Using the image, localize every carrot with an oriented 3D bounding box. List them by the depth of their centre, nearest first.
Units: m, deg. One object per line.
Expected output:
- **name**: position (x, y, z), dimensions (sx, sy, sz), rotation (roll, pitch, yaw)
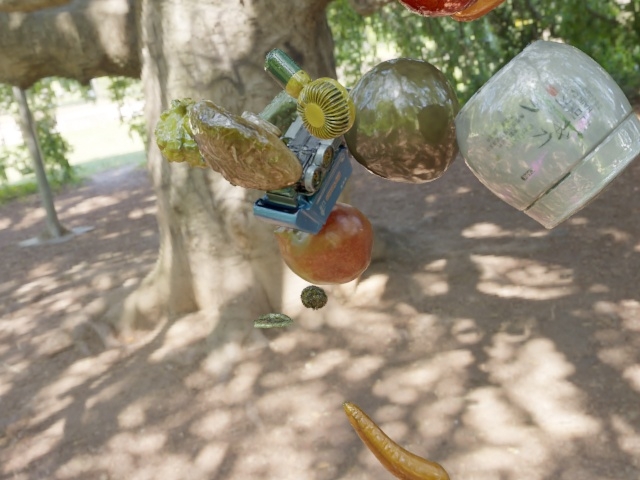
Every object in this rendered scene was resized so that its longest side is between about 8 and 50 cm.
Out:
- **carrot**: position (0.138, 0.404, 1.451), dimensions (0.066, 0.271, 0.062), rotation (-52, 9, 24)

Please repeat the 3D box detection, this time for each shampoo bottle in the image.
- **shampoo bottle**: position (0.393, -0.181, 1.316), dimensions (0.273, 0.266, 0.273), rotation (-42, -8, -7)

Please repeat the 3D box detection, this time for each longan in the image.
- **longan**: position (0.170, -0.241, 1.549), dimensions (0.258, 0.258, 0.258), rotation (-10, 14, 3)

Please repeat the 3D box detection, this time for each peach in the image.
- **peach**: position (0.000, 0.000, 1.949), dimensions (0.257, 0.232, 0.232), rotation (21, 4, -20)

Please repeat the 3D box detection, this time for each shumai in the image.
- **shumai**: position (-0.064, -0.274, 1.985), dimensions (0.261, 0.222, 0.225), rotation (-43, 8, 39)

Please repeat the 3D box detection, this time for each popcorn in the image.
- **popcorn**: position (-0.350, -0.301, 2.132), dimensions (0.218, 0.189, 0.169), rotation (7, 11, -15)

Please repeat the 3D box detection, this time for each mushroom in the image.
- **mushroom**: position (-0.172, -0.211, 1.580), dimensions (0.286, 0.156, 0.151), rotation (31, -11, 20)

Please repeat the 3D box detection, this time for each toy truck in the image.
- **toy truck**: position (-0.020, -0.180, 1.727), dimensions (0.146, 0.175, 0.367), rotation (16, 62, 26)

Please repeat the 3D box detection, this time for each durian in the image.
- **durian**: position (-0.018, 0.165, 2.210), dimensions (0.080, 0.080, 0.091), rotation (-4, -7, 26)

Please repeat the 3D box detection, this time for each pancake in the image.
- **pancake**: position (-0.134, 0.232, 2.193), dimensions (0.116, 0.022, 0.129), rotation (-3, 9, -6)

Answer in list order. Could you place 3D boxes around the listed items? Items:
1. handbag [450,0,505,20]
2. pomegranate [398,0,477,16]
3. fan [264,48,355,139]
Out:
- **handbag**: position (0.323, -0.715, 1.676), dimensions (0.116, 0.410, 0.303), rotation (-38, 10, -36)
- **pomegranate**: position (0.227, -0.542, 1.460), dimensions (0.210, 0.235, 0.210), rotation (4, 50, -5)
- **fan**: position (-0.021, -0.201, 1.046), dimensions (0.039, 0.155, 0.082), rotation (-35, -16, -37)
